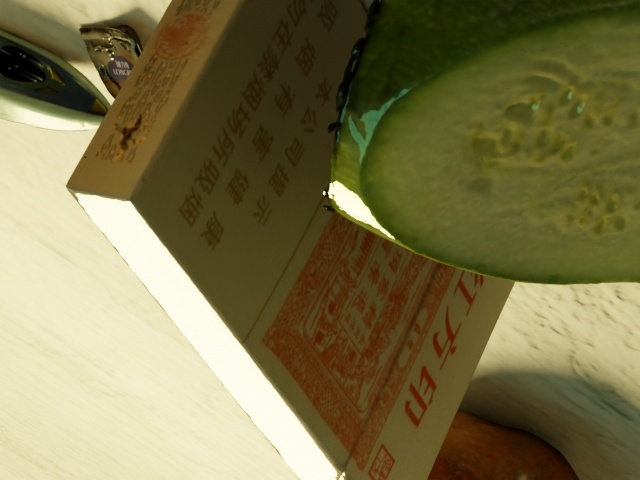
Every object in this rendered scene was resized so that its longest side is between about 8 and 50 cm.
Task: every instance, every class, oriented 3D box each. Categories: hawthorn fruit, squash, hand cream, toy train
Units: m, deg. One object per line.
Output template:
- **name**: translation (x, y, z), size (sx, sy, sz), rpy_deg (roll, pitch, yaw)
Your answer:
- **hawthorn fruit**: translation (0.095, 0.230, 1.510), size (0.208, 0.208, 0.248), rpy_deg (32, 171, -15)
- **squash**: translation (0.153, -0.048, 0.936), size (0.260, 0.189, 0.189), rpy_deg (25, 155, 12)
- **hand cream**: translation (-0.092, -0.075, 1.273), size (0.163, 0.039, 0.062), rpy_deg (47, 163, -33)
- **toy train**: translation (-0.248, -0.127, 1.297), size (0.252, 0.055, 0.048), rpy_deg (18, 144, 14)

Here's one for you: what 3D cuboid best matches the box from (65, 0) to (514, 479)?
- **box**: translation (0.001, 0.001, 1.137), size (0.051, 0.204, 0.365), rpy_deg (9, 149, 32)
